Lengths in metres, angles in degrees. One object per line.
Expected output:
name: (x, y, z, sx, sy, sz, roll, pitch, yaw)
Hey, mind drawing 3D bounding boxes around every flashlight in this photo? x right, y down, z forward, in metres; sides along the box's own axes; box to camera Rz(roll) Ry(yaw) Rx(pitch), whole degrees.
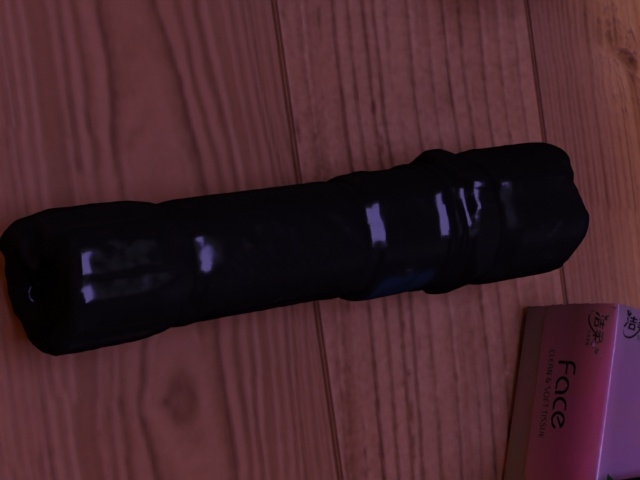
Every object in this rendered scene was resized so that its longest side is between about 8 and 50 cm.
flashlight: (0.000, 0.000, 0.845, 0.424, 0.103, 0.103, -9, 92, -38)

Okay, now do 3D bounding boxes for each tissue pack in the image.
tissue pack: (0.264, 0.144, 1.049, 0.246, 0.092, 0.149, 17, 78, -38)

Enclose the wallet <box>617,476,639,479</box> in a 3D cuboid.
wallet: (0.193, 0.274, 0.958, 0.124, 0.042, 0.230, 1, 114, -31)
